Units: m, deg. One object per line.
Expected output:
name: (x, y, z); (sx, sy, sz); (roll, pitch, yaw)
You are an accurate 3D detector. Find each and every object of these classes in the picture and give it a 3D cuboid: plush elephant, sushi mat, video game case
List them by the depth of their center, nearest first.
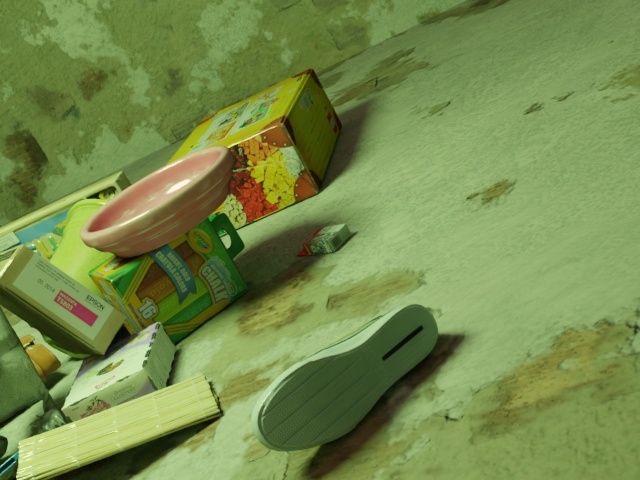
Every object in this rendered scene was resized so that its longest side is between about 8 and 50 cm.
sushi mat: (-0.312, 0.289, 1.512); (0.316, 0.019, 0.151); (-19, 17, -12)
video game case: (-0.525, 0.397, 1.566); (0.166, 0.015, 0.119); (-42, -10, -35)
plush elephant: (-0.616, 0.274, 1.686); (0.255, 0.330, 0.272); (-30, -22, -17)

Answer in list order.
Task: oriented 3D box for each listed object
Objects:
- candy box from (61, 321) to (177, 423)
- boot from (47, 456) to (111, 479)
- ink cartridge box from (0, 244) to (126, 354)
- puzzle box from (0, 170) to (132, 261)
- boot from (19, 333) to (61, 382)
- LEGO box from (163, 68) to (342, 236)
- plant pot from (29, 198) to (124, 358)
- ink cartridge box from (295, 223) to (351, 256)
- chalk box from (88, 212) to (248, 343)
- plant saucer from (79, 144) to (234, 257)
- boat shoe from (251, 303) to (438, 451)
candy box: (-0.351, 0.243, 1.722); (0.165, 0.070, 0.196); (-26, 18, 8)
boot: (-0.395, 0.338, 1.569); (0.158, 0.059, 0.084); (-16, 18, 13)
ink cartridge box: (-0.497, 0.113, 1.791); (0.193, 0.234, 0.088); (-11, 44, 59)
puzzle box: (-0.551, 0.031, 2.266); (0.409, 0.272, 0.052); (-22, 24, 23)
boot: (-0.689, 0.256, 2.000); (0.283, 0.109, 0.220); (24, 55, 36)
LEGO box: (-0.173, -0.221, 2.493); (0.372, 0.193, 0.500); (-23, 19, 18)
plant pot: (-0.479, 0.099, 2.051); (0.276, 0.276, 0.254); (-12, 37, 42)
ink cartridge box: (0.000, 0.000, 1.913); (0.115, 0.029, 0.063); (-7, 28, 47)
chalk box: (-0.273, 0.060, 1.921); (0.289, 0.180, 0.179); (-37, 20, -19)
plant saucer: (-0.304, -0.067, 1.889); (0.332, 0.084, 0.332); (-27, 18, 10)
boat shoe: (0.030, 0.185, 1.299); (0.302, 0.109, 0.094); (-29, 1, -29)
